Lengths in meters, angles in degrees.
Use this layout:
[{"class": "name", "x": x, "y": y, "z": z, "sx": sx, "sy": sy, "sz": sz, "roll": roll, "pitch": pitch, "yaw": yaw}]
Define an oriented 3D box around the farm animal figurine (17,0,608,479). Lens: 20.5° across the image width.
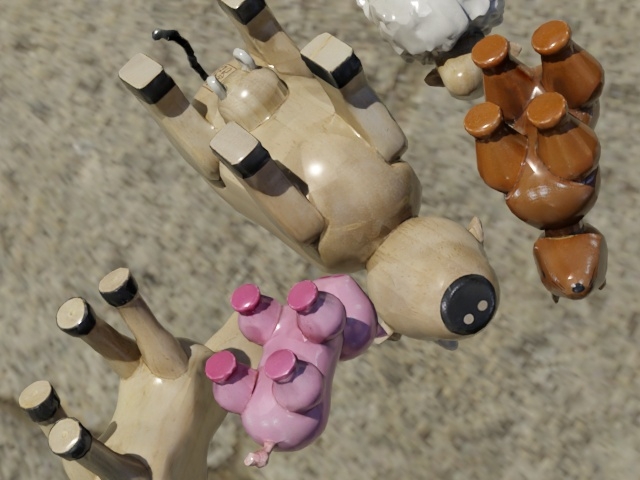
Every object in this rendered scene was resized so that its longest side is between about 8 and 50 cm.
[{"class": "farm animal figurine", "x": 0.000, "y": 0.000, "z": 0.932, "sx": 0.330, "sy": 0.327, "sz": 0.172, "roll": -31, "pitch": 133, "yaw": 5}]
